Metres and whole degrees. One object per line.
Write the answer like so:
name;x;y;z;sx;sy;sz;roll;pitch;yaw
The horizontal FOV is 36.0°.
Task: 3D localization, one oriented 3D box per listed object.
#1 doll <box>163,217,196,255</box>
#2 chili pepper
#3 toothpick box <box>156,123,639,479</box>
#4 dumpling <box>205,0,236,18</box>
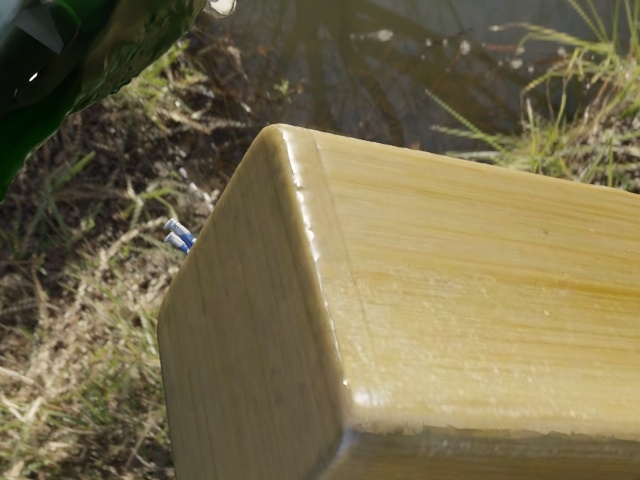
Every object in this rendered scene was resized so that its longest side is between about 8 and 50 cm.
doll;-0.209;0.052;1.879;0.227;0.114;0.057;39;63;5
chili pepper;-0.089;-0.086;0.346;0.062;0.108;0.216;-9;47;45
toothpick box;0.098;0.067;0.461;0.308;0.190;0.187;8;49;-27
dumpling;-0.198;-0.363;1.121;0.181;0.341;0.260;-19;59;2
